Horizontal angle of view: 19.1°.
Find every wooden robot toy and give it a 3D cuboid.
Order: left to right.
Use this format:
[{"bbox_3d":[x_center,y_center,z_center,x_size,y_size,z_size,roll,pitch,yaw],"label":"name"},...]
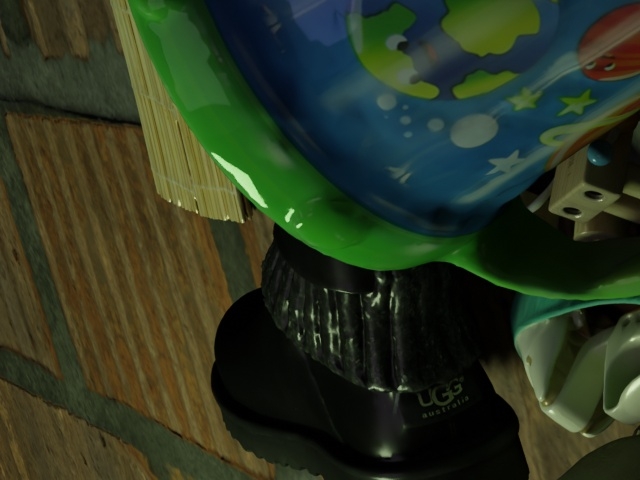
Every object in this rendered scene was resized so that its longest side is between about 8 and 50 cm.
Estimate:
[{"bbox_3d":[0.142,-0.045,0.929,0.173,0.076,0.079,138,143,-64],"label":"wooden robot toy"}]

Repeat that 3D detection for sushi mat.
[{"bbox_3d":[-0.120,-0.167,1.373,0.151,0.019,0.316,19,127,57],"label":"sushi mat"}]

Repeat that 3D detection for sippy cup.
[{"bbox_3d":[0.075,-0.134,0.747,0.224,0.305,0.240,-27,51,34],"label":"sippy cup"}]

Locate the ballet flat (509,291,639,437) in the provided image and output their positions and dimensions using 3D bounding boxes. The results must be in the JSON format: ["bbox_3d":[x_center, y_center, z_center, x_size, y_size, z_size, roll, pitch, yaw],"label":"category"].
[{"bbox_3d":[0.146,0.050,0.925,0.083,0.087,0.247,40,156,-10],"label":"ballet flat"}]

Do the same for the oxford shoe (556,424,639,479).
[{"bbox_3d":[0.203,0.281,0.944,0.140,0.146,0.397,-19,93,64],"label":"oxford shoe"}]

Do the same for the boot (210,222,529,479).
[{"bbox_3d":[0.004,-0.001,1.110,0.348,0.131,0.260,17,125,66],"label":"boot"}]
